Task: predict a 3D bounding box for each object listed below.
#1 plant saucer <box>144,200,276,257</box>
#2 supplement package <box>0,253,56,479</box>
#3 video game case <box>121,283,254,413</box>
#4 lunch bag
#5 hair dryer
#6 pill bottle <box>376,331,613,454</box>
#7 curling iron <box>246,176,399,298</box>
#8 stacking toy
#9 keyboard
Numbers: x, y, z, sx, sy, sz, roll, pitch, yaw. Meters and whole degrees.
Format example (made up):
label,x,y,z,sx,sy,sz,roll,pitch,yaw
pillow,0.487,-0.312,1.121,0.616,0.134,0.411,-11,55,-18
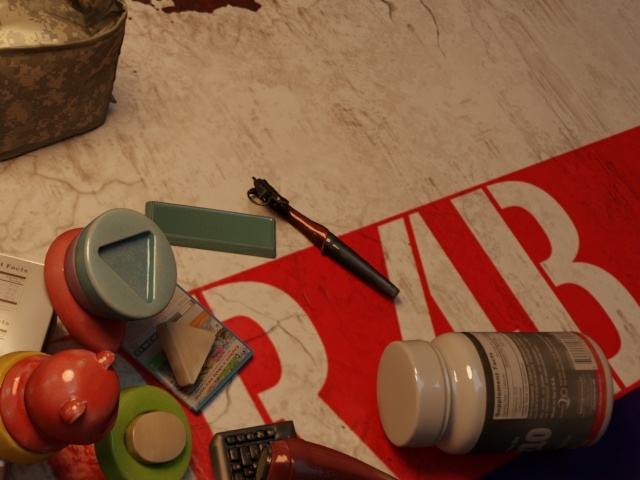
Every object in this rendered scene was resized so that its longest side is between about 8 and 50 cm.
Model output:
label,x,y,z,sx,sy,sz,roll,pitch,yaw
plant saucer,-0.154,-0.018,1.361,0.192,0.018,0.067,7,57,-15
supplement package,-0.391,0.149,1.089,0.133,0.139,0.244,16,56,-11
video game case,-0.186,0.132,1.255,0.166,0.015,0.119,40,54,7
lunch bag,-0.405,-0.235,1.268,0.286,0.235,0.169,-13,65,-27
hair dryer,-0.022,0.347,1.127,0.293,0.080,0.224,-24,86,-21
pill bottle,0.229,0.202,1.276,0.283,0.161,0.161,1,59,-19
curling iron,0.000,0.000,1.389,0.274,0.035,0.068,39,12,1
stacking toy,-0.203,0.131,1.081,0.279,0.130,0.309,42,44,-33
keyboard,-0.013,0.371,1.159,0.201,0.033,0.317,-4,61,-23
